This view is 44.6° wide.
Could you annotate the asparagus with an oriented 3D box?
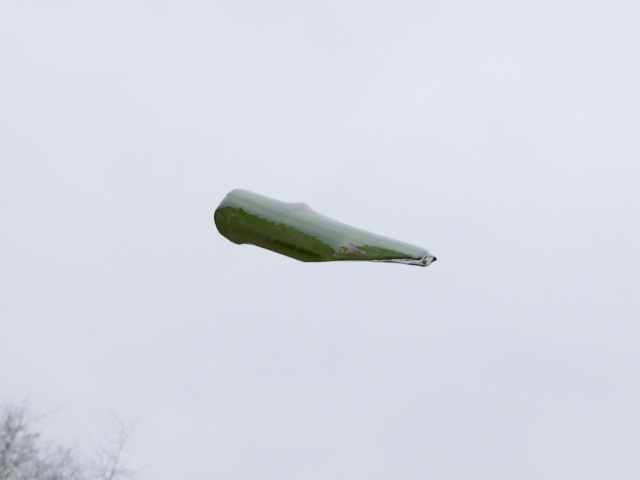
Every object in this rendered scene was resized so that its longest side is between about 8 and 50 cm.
[{"bbox_3d":[0.000,0.000,0.579,0.178,0.045,0.041,18,-46,31],"label":"asparagus"}]
